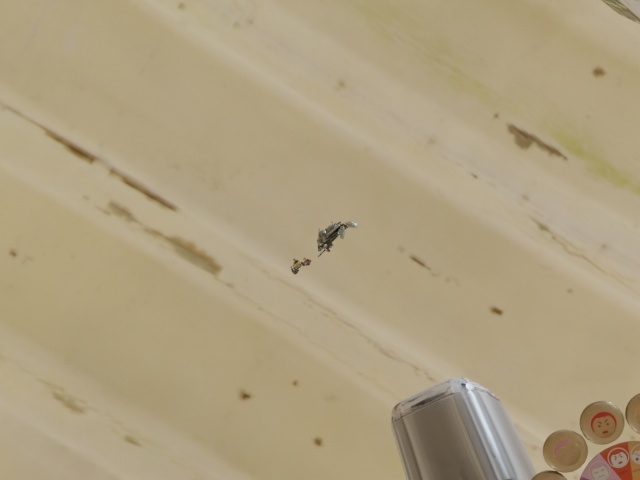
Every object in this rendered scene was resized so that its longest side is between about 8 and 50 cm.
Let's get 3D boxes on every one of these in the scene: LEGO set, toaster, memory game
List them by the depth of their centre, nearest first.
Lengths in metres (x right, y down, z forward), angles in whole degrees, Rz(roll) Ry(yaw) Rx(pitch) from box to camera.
[{"bbox_3d":[0.265,0.216,0.976,0.186,0.186,0.012,-52,-176,9],"label":"memory game"},{"bbox_3d":[-0.001,0.001,1.202,0.083,0.023,0.054,-38,-172,-3],"label":"LEGO set"},{"bbox_3d":[0.161,0.248,1.308,0.129,0.227,0.146,-28,-118,15],"label":"toaster"}]

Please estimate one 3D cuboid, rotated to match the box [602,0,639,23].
[{"bbox_3d":[0.282,-0.263,1.032,0.036,0.207,0.114,32,-77,24],"label":"box"}]
